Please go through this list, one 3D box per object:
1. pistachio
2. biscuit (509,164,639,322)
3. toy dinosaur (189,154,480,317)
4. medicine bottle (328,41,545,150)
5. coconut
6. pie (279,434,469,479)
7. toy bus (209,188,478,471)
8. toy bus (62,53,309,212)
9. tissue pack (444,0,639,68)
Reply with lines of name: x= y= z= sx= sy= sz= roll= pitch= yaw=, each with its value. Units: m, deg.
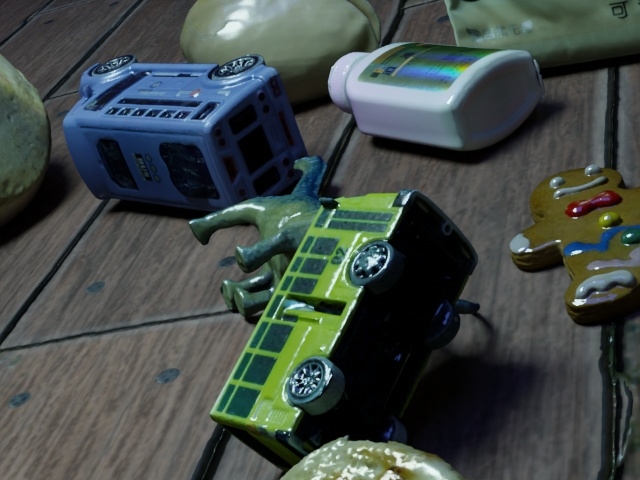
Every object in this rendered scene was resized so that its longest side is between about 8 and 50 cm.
pistachio: x=-0.045 y=-0.216 z=1.333 sx=0.223 sy=0.152 sz=0.126 roll=2 pitch=25 yaw=5
biscuit: x=0.204 y=-0.011 z=0.875 sx=0.138 sy=0.031 sz=0.205 roll=-20 pitch=24 yaw=3
toy dinosaur: x=-0.012 y=0.003 z=0.953 sx=0.147 sy=0.076 sz=0.363 roll=-22 pitch=23 yaw=-11
medicine bottle: x=0.095 y=-0.141 z=1.153 sx=0.115 sy=0.078 sz=0.219 roll=-36 pitch=30 yaw=-26
coconut: x=-0.423 y=-0.117 z=1.316 sx=0.259 sy=0.259 sz=0.259 roll=-17 pitch=26 yaw=8
pie: x=-0.003 y=0.180 z=0.586 sx=0.179 sy=0.084 sz=0.205 roll=11 pitch=42 yaw=47
toy bus: x=0.016 y=0.057 z=0.746 sx=0.101 sy=0.088 sz=0.175 roll=4 pitch=59 yaw=47
toy bus: x=-0.153 y=-0.103 z=1.210 sx=0.292 sy=0.125 sz=0.133 roll=9 pitch=38 yaw=44
tissue pack: x=0.343 y=-0.332 z=1.201 sx=0.405 sy=0.205 sz=0.332 roll=-8 pitch=32 yaw=27
